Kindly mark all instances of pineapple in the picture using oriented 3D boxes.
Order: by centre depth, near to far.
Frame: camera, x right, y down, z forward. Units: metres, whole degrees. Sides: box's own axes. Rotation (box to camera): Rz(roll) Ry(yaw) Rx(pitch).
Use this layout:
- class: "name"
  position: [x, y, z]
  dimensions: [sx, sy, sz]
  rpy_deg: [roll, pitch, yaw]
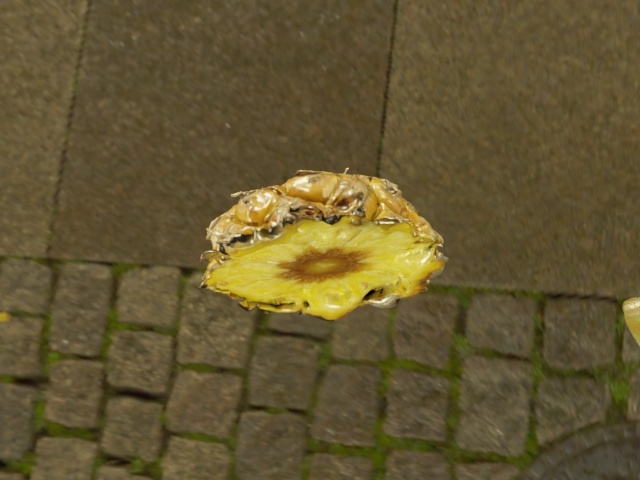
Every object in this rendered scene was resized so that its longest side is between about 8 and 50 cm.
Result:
- class: "pineapple"
  position: [0.000, 0.000, 1.084]
  dimensions: [0.225, 0.225, 0.076]
  rpy_deg: [-9, 63, 12]

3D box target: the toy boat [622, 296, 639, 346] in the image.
- class: "toy boat"
  position: [0.216, 0.035, 0.582]
  dimensions: [0.172, 0.065, 0.066]
  rpy_deg: [-13, 32, 36]
